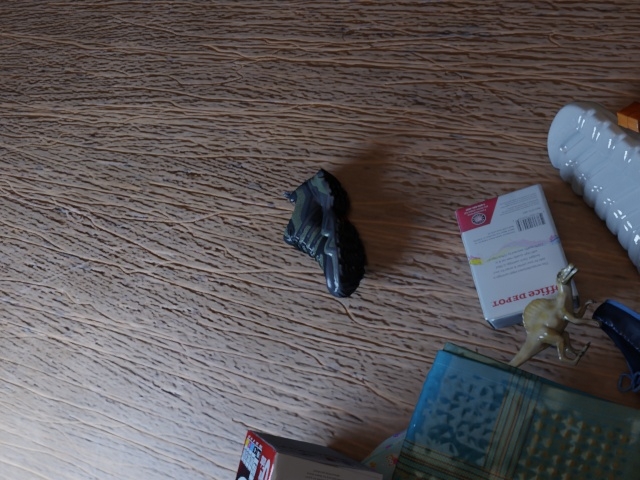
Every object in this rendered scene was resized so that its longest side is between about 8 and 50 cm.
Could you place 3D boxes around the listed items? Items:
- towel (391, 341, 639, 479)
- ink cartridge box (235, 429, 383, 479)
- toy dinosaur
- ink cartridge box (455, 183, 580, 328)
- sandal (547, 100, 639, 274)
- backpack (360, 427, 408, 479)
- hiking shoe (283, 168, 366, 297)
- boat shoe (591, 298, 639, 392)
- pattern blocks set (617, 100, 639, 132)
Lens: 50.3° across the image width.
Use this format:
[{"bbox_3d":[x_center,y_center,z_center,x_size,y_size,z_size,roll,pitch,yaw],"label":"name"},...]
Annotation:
[{"bbox_3d":[0.211,0.337,0.817,0.272,0.040,0.370,19,86,16],"label":"towel"},{"bbox_3d":[-0.048,0.394,0.849,0.130,0.309,0.271,15,76,-8],"label":"ink cartridge box"},{"bbox_3d":[0.302,0.121,0.890,0.093,0.053,0.183,33,96,25],"label":"toy dinosaur"},{"bbox_3d":[0.280,0.026,0.977,0.128,0.072,0.175,-17,66,16],"label":"ink cartridge box"},{"bbox_3d":[0.464,-0.042,0.895,0.102,0.169,0.416,-19,62,-20],"label":"sandal"},{"bbox_3d":[0.122,0.320,0.919,0.182,0.115,0.151,-33,65,13],"label":"backpack"},{"bbox_3d":[0.000,0.000,1.116,0.114,0.086,0.226,-27,57,28],"label":"hiking shoe"},{"bbox_3d":[0.432,0.181,0.838,0.089,0.109,0.258,-47,59,6],"label":"boat shoe"},{"bbox_3d":[0.523,-0.169,0.838,0.286,0.026,0.325,1,30,32],"label":"pattern blocks set"}]
